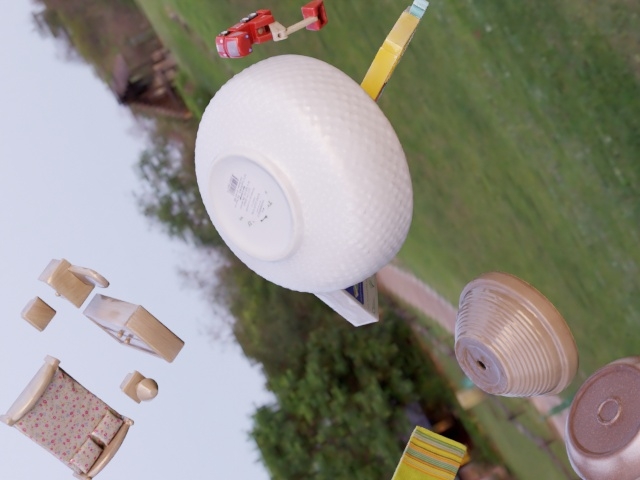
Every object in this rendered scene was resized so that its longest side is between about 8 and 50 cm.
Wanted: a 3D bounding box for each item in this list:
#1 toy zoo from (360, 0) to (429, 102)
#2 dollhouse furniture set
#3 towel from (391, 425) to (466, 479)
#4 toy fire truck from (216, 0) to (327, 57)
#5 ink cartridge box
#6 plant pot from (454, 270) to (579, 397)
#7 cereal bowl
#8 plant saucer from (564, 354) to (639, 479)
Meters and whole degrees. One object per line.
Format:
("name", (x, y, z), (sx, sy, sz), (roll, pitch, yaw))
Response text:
("toy zoo", (0.084, -0.237, 1.830), (0.030, 0.293, 0.192), (29, -151, 1))
("dollhouse furniture set", (-0.417, 0.260, 2.047), (0.174, 0.355, 0.303), (8, 149, 52))
("towel", (0.175, 0.431, 2.135), (0.021, 0.102, 0.237), (94, -161, -44))
("toy fire truck", (-0.092, -0.401, 2.319), (0.135, 0.192, 0.047), (10, 127, 39))
("ink cartridge box", (0.019, 0.039, 2.488), (0.333, 0.065, 0.165), (43, -142, -51))
("plant pot", (0.300, 0.176, 2.010), (0.237, 0.110, 0.237), (37, 147, 30))
("cereal bowl", (-0.048, -0.071, 1.645), (0.339, 0.141, 0.338), (24, 131, 31))
("plant saucer", (0.407, 0.241, 1.679), (0.036, 0.198, 0.198), (32, -165, -28))
